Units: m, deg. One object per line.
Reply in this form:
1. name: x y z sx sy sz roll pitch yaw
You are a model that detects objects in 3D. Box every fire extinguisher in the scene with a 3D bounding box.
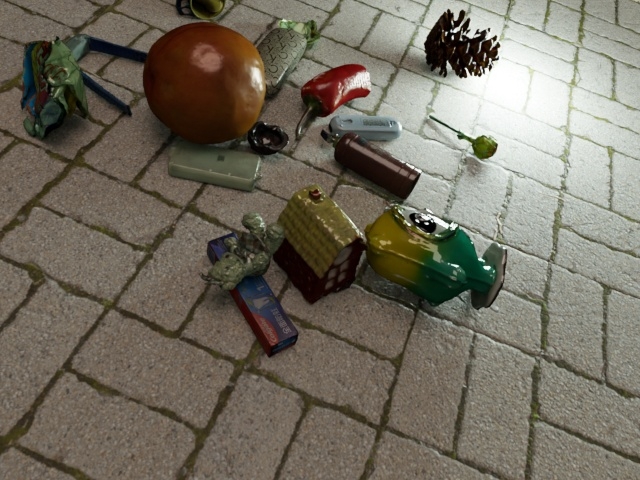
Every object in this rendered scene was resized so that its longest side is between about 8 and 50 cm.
1. fire extinguisher: 0.135 -0.250 1.645 0.344 0.102 0.138 31 20 12

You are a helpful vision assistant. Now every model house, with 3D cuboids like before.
1. model house: 0.000 0.000 1.315 0.160 0.254 0.196 -29 64 -26

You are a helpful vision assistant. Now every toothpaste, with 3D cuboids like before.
1. toothpaste: -0.167 0.122 1.300 0.076 0.066 0.320 -21 62 -27

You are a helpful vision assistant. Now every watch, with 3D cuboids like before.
1. watch: -0.669 -0.511 1.668 0.275 0.068 0.276 16 51 -7

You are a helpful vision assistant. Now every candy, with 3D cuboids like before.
1. candy: 0.473 -0.357 1.829 0.262 0.073 0.077 36 80 22

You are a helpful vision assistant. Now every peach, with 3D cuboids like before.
1. peach: -0.329 -0.436 1.514 0.302 0.342 0.342 7 49 -38

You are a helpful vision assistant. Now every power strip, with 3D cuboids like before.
1. power strip: -0.294 -0.213 1.535 0.271 0.046 0.118 11 49 -4

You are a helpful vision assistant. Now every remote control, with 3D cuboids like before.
1. remote control: 0.147 -0.367 1.760 0.245 0.047 0.087 -1 57 -13

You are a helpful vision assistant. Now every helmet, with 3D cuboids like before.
1. helmet: -0.160 -0.293 1.613 0.123 0.070 0.098 25 58 -3

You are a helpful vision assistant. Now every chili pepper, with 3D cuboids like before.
1. chili pepper: 0.010 -0.471 1.754 0.338 0.131 0.135 -34 58 -30

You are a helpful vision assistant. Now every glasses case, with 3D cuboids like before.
1. glasses case: -0.157 -0.614 1.849 0.137 0.085 0.354 22 51 2

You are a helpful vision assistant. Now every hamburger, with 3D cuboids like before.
1. hamburger: -0.716 -0.414 1.497 0.151 0.261 0.275 -2 85 -44

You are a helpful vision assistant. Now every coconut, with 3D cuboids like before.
1. coconut: -0.069 -0.766 2.005 0.158 0.055 0.133 36 52 12

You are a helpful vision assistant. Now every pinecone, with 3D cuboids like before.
1. pinecone: 0.527 -0.712 1.998 0.292 0.246 0.246 13 52 -7

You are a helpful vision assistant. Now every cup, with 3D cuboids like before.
1. cup: -0.450 -0.891 1.977 0.177 0.131 0.155 -28 57 -2

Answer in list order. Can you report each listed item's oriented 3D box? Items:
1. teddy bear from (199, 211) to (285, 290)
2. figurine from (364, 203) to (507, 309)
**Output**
1. teddy bear: -0.176 0.042 1.266 0.133 0.111 0.213 32 74 37
2. figurine: 0.271 0.043 1.373 0.340 0.231 0.323 20 13 -2
